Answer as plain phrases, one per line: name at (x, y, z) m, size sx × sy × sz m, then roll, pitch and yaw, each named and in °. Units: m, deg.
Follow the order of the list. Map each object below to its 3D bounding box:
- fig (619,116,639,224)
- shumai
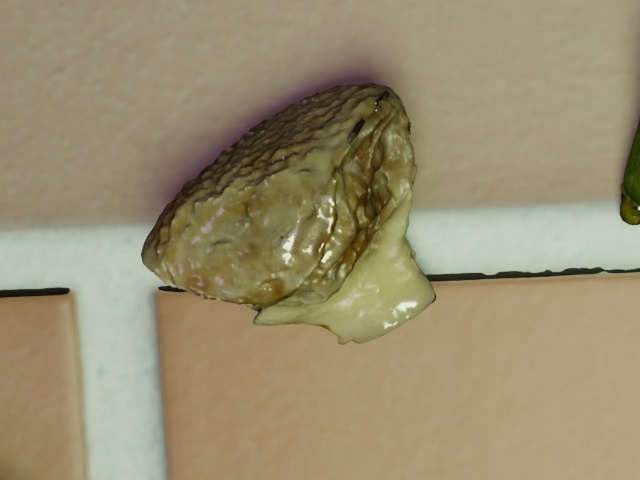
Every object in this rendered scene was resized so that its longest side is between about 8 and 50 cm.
fig at (0.195, -0.068, 0.757) m, size 0.117 × 0.117 × 0.177 m, roll 40°, pitch 112°, yaw 6°
shumai at (0.001, -0.002, 0.794) m, size 0.145 × 0.145 × 0.116 m, roll -30°, pitch 107°, yaw 13°
